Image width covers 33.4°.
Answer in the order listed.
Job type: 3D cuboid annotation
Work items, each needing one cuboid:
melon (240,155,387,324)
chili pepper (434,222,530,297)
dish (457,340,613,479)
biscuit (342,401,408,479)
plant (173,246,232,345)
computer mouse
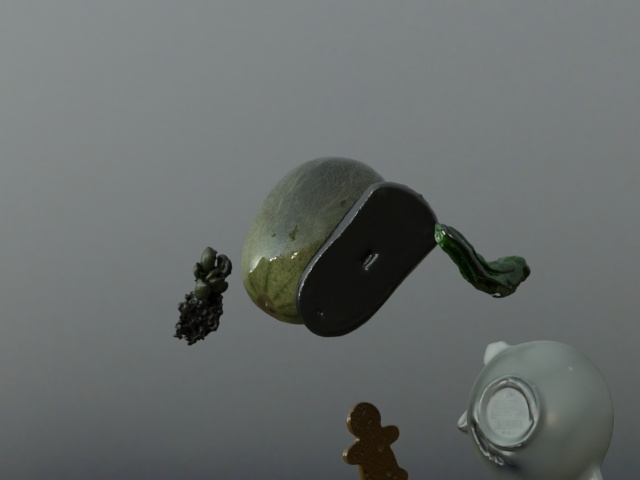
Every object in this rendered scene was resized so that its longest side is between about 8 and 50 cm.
[{"bbox_3d":[0.000,0.000,1.873,0.249,0.329,0.248,30,-26,16],"label":"melon"},{"bbox_3d":[0.219,0.034,1.450,0.050,0.073,0.182,-13,-28,41],"label":"chili pepper"},{"bbox_3d":[0.254,0.233,1.358,0.086,0.227,0.236,18,7,-45],"label":"dish"},{"bbox_3d":[0.102,0.413,2.117,0.138,0.205,0.031,-26,15,-31],"label":"biscuit"},{"bbox_3d":[-0.190,0.094,1.762,0.085,0.174,0.087,8,21,-32],"label":"plant"},{"bbox_3d":[0.068,0.029,1.643,0.137,0.269,0.086,39,10,-4],"label":"computer mouse"}]
